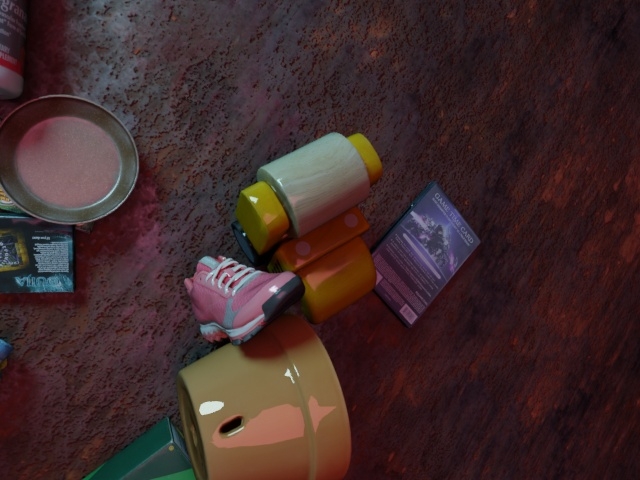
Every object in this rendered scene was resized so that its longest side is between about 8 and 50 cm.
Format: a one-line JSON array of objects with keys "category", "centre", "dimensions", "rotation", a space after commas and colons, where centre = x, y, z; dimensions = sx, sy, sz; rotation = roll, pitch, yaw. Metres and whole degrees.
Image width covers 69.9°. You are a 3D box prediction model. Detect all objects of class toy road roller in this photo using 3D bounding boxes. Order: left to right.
[{"category": "toy road roller", "centre": [0.000, 0.000, 0.767], "dimensions": [0.202, 0.329, 0.241], "rotation": [-30, 83, -19]}]

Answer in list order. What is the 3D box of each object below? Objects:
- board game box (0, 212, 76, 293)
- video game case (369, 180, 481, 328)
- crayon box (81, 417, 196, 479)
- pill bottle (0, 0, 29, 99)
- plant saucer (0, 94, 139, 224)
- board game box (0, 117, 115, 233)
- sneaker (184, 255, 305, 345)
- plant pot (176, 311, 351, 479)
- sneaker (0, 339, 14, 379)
[{"category": "board game box", "centre": [-0.482, 0.020, 0.705], "dimensions": [0.186, 0.026, 0.126], "rotation": [2, 105, -20]}, {"category": "video game case", "centre": [0.225, 0.032, 1.027], "dimensions": [0.274, 0.026, 0.196], "rotation": [-47, 110, -14]}, {"category": "crayon box", "centre": [-0.298, 0.558, 0.800], "dimensions": [0.313, 0.106, 0.363], "rotation": [-35, 106, -17]}, {"category": "pill bottle", "centre": [-0.486, -0.366, 0.606], "dimensions": [0.176, 0.176, 0.319], "rotation": [4, 93, -23]}, {"category": "plant saucer", "centre": [-0.389, -0.123, 0.710], "dimensions": [0.198, 0.036, 0.199], "rotation": [1, 88, -25]}, {"category": "board game box", "centre": [-0.475, -0.112, 0.713], "dimensions": [0.259, 0.030, 0.136], "rotation": [19, 85, -23]}, {"category": "sneaker", "centre": [-0.146, 0.083, 0.726], "dimensions": [0.116, 0.314, 0.136], "rotation": [-37, 97, -36]}, {"category": "plant pot", "centre": [-0.111, 0.281, 0.750], "dimensions": [0.203, 0.291, 0.291], "rotation": [-9, 98, -27]}, {"category": "sneaker", "centre": [-0.530, 0.235, 0.621], "dimensions": [0.208, 0.127, 0.319], "rotation": [-11, 74, -26]}]
